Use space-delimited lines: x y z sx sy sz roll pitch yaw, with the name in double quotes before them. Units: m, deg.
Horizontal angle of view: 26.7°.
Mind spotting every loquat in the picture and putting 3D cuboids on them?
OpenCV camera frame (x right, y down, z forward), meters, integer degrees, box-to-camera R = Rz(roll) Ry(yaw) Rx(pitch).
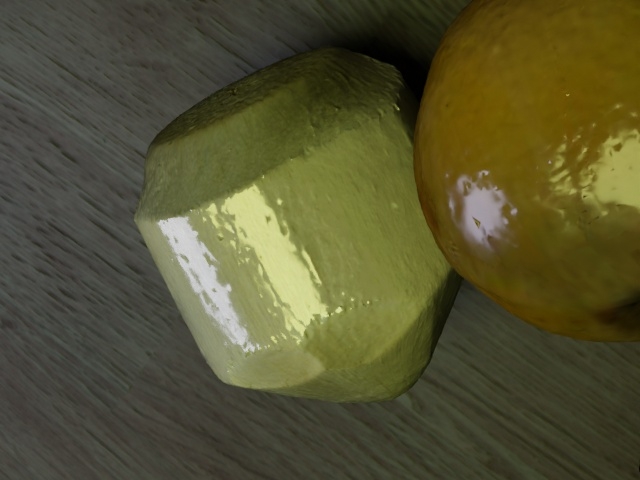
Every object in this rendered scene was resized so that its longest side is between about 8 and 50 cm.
"loquat" 0.197 -0.069 0.867 0.275 0.275 0.274 12 122 20

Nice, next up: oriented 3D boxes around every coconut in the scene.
"coconut" 0.000 0.000 1.011 0.237 0.237 0.265 -14 107 31
